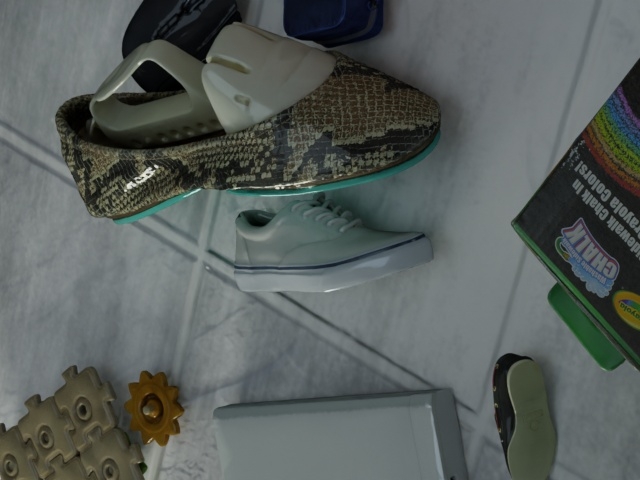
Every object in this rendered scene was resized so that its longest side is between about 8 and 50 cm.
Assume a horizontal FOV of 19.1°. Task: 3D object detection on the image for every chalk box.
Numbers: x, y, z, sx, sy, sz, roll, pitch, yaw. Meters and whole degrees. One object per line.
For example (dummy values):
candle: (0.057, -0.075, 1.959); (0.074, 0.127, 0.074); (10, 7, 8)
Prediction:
chalk box: (0.298, -0.019, 1.553); (0.180, 0.179, 0.289); (51, 129, 22)

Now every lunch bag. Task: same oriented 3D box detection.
lunch bag: (0.019, -0.227, 1.842); (0.098, 0.065, 0.067); (-6, 78, 44)

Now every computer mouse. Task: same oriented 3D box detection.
computer mouse: (-0.157, -0.266, 1.974); (0.262, 0.060, 0.184); (-37, 87, 40)

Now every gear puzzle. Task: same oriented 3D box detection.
gear puzzle: (-0.265, 0.238, 2.213); (0.339, 0.044, 0.175); (-37, 72, 37)

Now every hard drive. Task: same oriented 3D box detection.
hard drive: (0.024, 0.261, 1.951); (0.308, 0.040, 0.203); (-9, 92, 42)

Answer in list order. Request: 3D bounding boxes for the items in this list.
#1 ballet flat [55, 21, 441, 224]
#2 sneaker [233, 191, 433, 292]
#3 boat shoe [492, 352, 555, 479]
ballet flat: (-0.105, -0.124, 1.891); (0.483, 0.164, 0.182); (-7, 123, 45)
sneaker: (0.000, 0.000, 1.883); (0.258, 0.094, 0.091); (-5, 99, 44)
boat shoe: (0.189, 0.170, 1.782); (0.042, 0.049, 0.133); (-151, 52, -66)
